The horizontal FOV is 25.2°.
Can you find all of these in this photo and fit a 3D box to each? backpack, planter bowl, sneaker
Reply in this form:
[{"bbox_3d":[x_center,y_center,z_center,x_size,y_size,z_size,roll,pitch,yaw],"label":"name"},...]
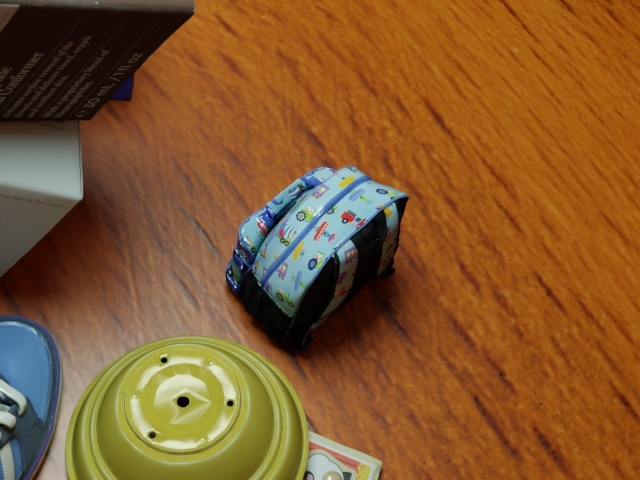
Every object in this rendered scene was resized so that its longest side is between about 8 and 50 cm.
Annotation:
[{"bbox_3d":[0.000,0.000,1.317,0.158,0.173,0.117,-40,78,-24],"label":"backpack"},{"bbox_3d":[-0.117,0.157,1.245,0.217,0.090,0.217,1,58,-2],"label":"planter bowl"},{"bbox_3d":[-0.308,0.164,1.143,0.130,0.236,0.323,30,63,4],"label":"sneaker"}]

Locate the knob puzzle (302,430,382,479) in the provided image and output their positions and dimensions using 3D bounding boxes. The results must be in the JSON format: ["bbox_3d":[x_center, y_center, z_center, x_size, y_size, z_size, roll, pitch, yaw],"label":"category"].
[{"bbox_3d":[-0.057,0.238,1.273,0.213,0.030,0.213,4,65,-9],"label":"knob puzzle"}]

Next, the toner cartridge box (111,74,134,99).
[{"bbox_3d":[-0.221,-0.331,1.438,0.075,0.165,0.348,2,65,-11],"label":"toner cartridge box"}]

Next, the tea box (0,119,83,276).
[{"bbox_3d":[-0.402,-0.160,1.233,0.329,0.220,0.323,11,61,-33],"label":"tea box"}]

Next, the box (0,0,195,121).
[{"bbox_3d":[-0.303,-0.184,1.040,0.381,0.191,0.143,-3,69,-38],"label":"box"}]
